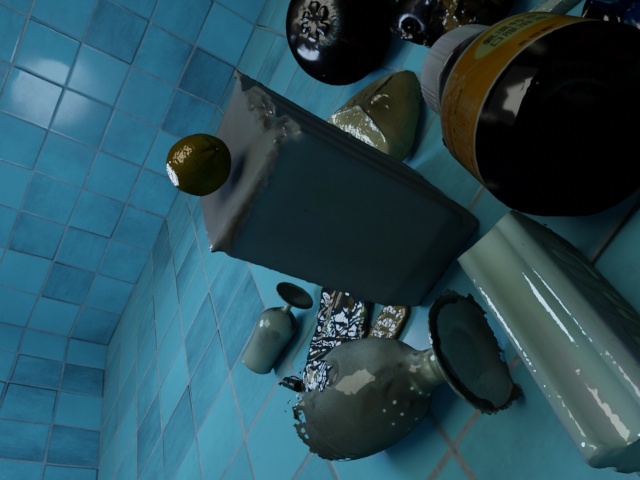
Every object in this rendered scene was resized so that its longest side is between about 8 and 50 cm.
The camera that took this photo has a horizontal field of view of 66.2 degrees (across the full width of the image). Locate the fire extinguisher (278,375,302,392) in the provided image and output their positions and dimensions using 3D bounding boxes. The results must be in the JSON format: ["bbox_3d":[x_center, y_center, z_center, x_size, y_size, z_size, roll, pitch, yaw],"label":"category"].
[{"bbox_3d":[-0.069,0.336,1.160,0.038,0.025,0.083,-39,15,-28],"label":"fire extinguisher"}]

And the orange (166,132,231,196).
[{"bbox_3d":[-0.161,-0.103,0.660,0.095,0.085,0.085,-18,56,46],"label":"orange"}]

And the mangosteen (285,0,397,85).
[{"bbox_3d":[0.057,-0.564,1.311,0.300,0.300,0.300,-39,40,43],"label":"mangosteen"}]

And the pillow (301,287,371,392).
[{"bbox_3d":[0.033,0.218,1.057,0.189,0.034,0.255,-7,63,57],"label":"pillow"}]

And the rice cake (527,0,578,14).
[{"bbox_3d":[0.414,-0.414,0.814,0.211,0.034,0.043,-38,38,44],"label":"rice cake"}]

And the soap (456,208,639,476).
[{"bbox_3d":[0.286,0.097,0.544,0.095,0.173,0.289,-53,32,26],"label":"soap"}]

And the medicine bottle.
[{"bbox_3d":[0.271,-0.203,0.713,0.242,0.243,0.395,-59,23,17],"label":"medicine bottle"}]

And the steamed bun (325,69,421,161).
[{"bbox_3d":[0.131,-0.271,1.083,0.231,0.110,0.212,-34,55,17],"label":"steamed bun"}]

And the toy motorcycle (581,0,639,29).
[{"bbox_3d":[0.444,-0.285,0.598,0.196,0.125,0.331,-49,30,35],"label":"toy motorcycle"}]

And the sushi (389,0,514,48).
[{"bbox_3d":[0.271,-0.460,0.951,0.200,0.213,0.204,50,132,34],"label":"sushi"}]

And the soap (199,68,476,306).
[{"bbox_3d":[0.028,-0.069,0.843,0.213,0.435,0.350,-60,32,15],"label":"soap"}]

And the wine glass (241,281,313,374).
[{"bbox_3d":[-0.113,0.224,1.232,0.231,0.103,0.103,-62,29,22],"label":"wine glass"}]

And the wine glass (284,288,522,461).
[{"bbox_3d":[0.108,0.225,0.766,0.357,0.190,0.190,-35,43,39],"label":"wine glass"}]

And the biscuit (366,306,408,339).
[{"bbox_3d":[0.124,0.171,0.940,0.147,0.018,0.071,-64,30,11],"label":"biscuit"}]
